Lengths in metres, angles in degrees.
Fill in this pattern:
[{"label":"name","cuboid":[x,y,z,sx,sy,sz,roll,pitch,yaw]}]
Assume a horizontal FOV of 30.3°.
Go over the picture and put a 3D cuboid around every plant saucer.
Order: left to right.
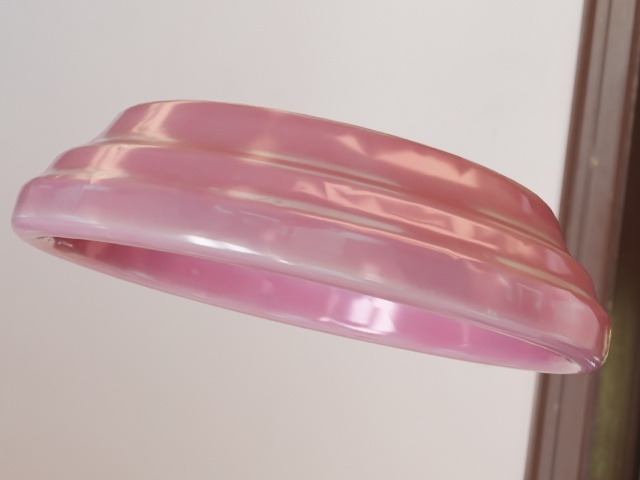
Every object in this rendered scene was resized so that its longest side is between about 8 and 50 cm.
[{"label":"plant saucer","cuboid":[0.000,0.000,0.664,0.332,0.084,0.332,14,172,2]}]
